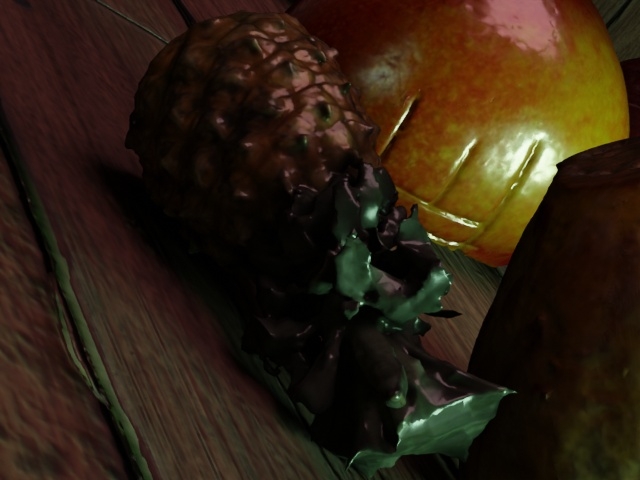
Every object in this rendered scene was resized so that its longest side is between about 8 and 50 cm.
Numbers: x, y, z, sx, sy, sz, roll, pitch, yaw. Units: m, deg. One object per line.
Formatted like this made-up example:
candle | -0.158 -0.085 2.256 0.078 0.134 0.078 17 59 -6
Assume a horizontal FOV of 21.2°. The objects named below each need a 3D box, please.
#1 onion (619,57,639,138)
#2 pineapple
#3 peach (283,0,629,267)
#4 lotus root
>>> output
onion | 0.298 -0.021 1.445 0.281 0.281 0.221 43 59 8
pineapple | 0.000 0.001 0.835 0.128 0.128 0.248 22 29 -50
peach | 0.090 -0.119 1.268 0.275 0.245 0.249 19 -3 -31
lotus root | 0.148 0.043 0.861 0.199 0.180 0.188 -15 13 -26
